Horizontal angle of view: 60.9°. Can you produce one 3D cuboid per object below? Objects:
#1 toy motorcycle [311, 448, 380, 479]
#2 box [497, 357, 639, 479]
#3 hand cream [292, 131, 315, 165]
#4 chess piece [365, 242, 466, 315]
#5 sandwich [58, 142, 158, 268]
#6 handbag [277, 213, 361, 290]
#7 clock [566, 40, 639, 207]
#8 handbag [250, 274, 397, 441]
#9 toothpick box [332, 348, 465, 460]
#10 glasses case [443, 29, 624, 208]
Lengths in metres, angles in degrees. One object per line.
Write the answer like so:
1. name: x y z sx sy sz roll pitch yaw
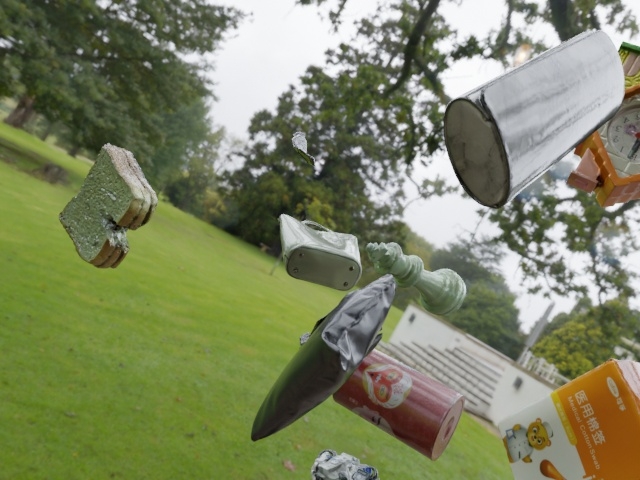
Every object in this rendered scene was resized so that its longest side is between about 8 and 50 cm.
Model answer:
1. toy motorcycle: 0.059 0.694 1.598 0.221 0.102 0.150 7 29 37
2. box: 0.555 0.419 1.110 0.143 0.341 0.225 14 46 -25
3. hand cream: -0.048 -0.237 1.399 0.062 0.039 0.163 50 11 -28
4. chess piece: 0.105 0.038 0.639 0.149 0.059 0.059 29 0 -32
5. sandwich: -0.569 -0.079 1.469 0.249 0.273 0.095 49 19 29
6. handbag: 0.000 0.000 1.484 0.241 0.109 0.315 18 28 -12
7. clock: 0.554 -0.175 0.925 0.219 0.255 0.106 29 -12 22
8. handbag: 0.011 0.156 0.760 0.088 0.254 0.211 40 40 5
9. toothpick box: 0.226 0.464 1.593 0.333 0.204 0.204 24 -4 31
10. glasses case: 0.242 -0.141 0.586 0.060 0.299 0.114 -4 -67 50
